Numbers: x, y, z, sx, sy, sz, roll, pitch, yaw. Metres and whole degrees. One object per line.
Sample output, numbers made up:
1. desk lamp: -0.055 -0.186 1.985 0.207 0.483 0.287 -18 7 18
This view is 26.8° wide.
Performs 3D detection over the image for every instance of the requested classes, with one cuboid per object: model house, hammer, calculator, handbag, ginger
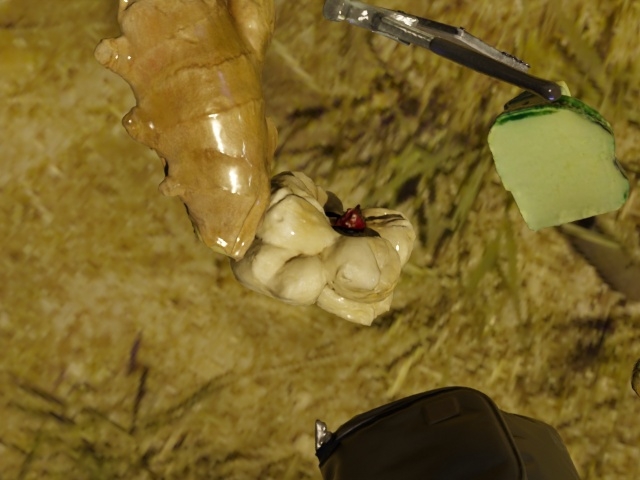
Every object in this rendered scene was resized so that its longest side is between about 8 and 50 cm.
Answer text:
1. model house: 0.390 -0.162 2.144 0.195 0.189 0.214 -20 112 27
2. hammer: 0.121 -0.174 1.231 0.246 0.103 0.029 29 105 35
3. calculator: 0.190 -0.313 2.072 0.161 0.021 0.262 21 -176 -36
4. handbag: 0.146 0.261 1.343 0.275 0.302 0.178 22 111 -15
5. ginger: -0.078 -0.090 0.856 0.081 0.115 0.205 -3 85 31

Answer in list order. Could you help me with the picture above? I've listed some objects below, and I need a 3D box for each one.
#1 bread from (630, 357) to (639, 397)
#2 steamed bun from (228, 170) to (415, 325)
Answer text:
1. bread: 0.285 0.105 1.069 0.049 0.088 0.033 57 161 20
2. steamed bun: 0.000 0.000 1.320 0.178 0.192 0.106 20 110 2
